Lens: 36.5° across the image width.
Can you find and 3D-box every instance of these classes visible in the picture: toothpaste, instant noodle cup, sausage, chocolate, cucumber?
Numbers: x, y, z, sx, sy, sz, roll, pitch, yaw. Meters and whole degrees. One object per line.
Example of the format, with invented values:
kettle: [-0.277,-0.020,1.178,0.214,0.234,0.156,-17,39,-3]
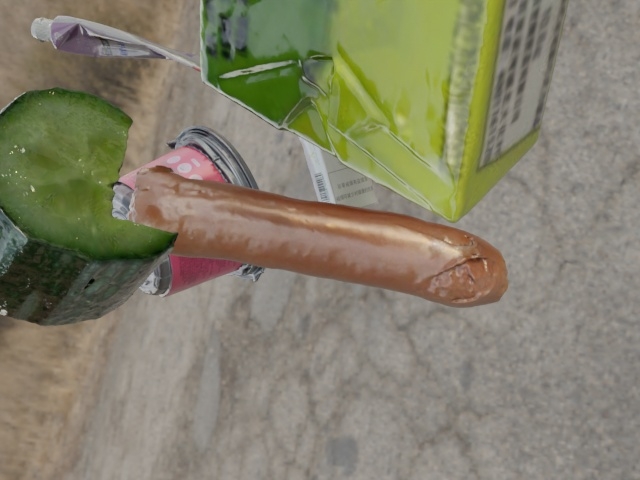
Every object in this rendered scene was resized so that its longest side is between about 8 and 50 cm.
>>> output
toothpaste: [-0.256,-0.263,1.333,0.075,0.300,0.048,5,-81,-79]
instant noodle cup: [-0.220,-0.028,1.494,0.302,0.181,0.258,27,133,47]
sausage: [0.000,0.000,1.054,0.094,0.418,0.094,103,177,-66]
chocolate: [0.047,-0.212,0.701,0.288,0.137,0.301,33,132,36]
cucumber: [-0.233,-0.030,0.836,0.130,0.191,0.191,-38,42,42]

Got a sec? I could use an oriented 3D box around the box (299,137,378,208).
box: [0.022,-0.113,1.351,0.040,0.084,0.154,-13,94,51]
